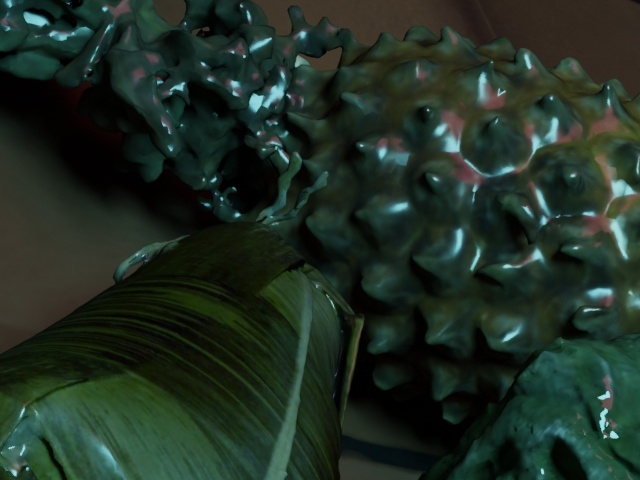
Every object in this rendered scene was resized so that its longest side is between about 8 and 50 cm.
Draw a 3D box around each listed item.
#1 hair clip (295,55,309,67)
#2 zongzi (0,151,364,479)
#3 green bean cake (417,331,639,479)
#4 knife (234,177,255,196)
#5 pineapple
[{"bbox_3d":[0.018,-0.060,0.950,0.173,0.049,0.049,31,32,-11],"label":"hair clip"},{"bbox_3d":[-0.017,0.119,0.636,0.241,0.111,0.248,58,27,-4],"label":"zongzi"},{"bbox_3d":[0.095,0.140,0.631,0.094,0.181,0.173,-2,52,-45],"label":"green bean cake"},{"bbox_3d":[0.000,0.000,0.877,0.170,0.010,0.023,40,30,-2],"label":"knife"},{"bbox_3d":[0.001,-0.036,0.805,0.361,0.175,0.175,24,31,3],"label":"pineapple"}]
